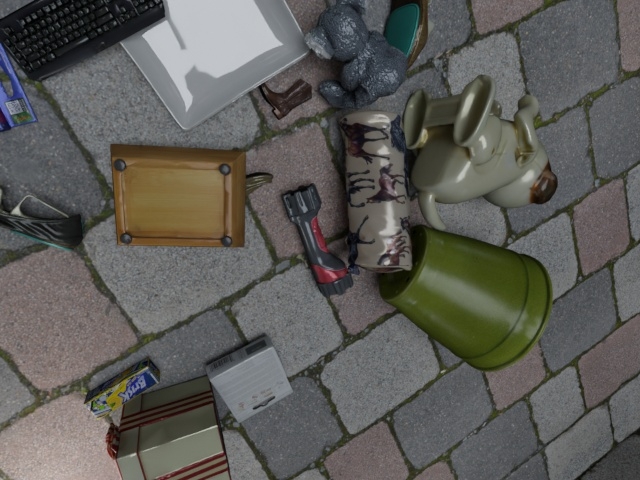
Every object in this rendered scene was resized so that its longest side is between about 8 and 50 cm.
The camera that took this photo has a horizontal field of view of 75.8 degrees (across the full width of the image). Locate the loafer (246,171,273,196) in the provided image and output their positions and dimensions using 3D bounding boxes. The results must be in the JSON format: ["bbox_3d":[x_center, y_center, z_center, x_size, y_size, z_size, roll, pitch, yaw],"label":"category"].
[{"bbox_3d":[-0.186,-0.133,1.018,0.147,0.056,0.050,-15,110,-6],"label":"loafer"}]

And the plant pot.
[{"bbox_3d":[0.371,0.134,1.169,0.352,0.366,0.367,25,95,-13],"label":"plant pot"}]

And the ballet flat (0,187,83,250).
[{"bbox_3d":[-0.642,-0.057,0.847,0.280,0.095,0.096,17,88,-35],"label":"ballet flat"}]

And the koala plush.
[{"bbox_3d":[0.074,-0.433,0.927,0.196,0.203,0.221,-50,130,-4],"label":"koala plush"}]

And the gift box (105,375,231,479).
[{"bbox_3d":[-0.371,0.517,1.010,0.258,0.276,0.255,-13,104,-16],"label":"gift box"}]

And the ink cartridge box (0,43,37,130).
[{"bbox_3d":[-0.738,-0.271,0.762,0.311,0.065,0.186,-20,111,-17],"label":"ink cartridge box"}]

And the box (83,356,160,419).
[{"bbox_3d":[-0.495,0.369,1.035,0.168,0.054,0.059,-30,113,-10],"label":"box"}]

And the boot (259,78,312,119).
[{"bbox_3d":[-0.082,-0.367,0.999,0.114,0.037,0.106,-37,127,-5],"label":"boot"}]

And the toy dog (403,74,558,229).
[{"bbox_3d":[0.460,-0.210,1.110,0.407,0.284,0.396,9,85,-30],"label":"toy dog"}]

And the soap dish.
[{"bbox_3d":[-0.315,-0.090,0.917,0.290,0.118,0.229,1,104,-10],"label":"soap dish"}]

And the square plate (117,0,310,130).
[{"bbox_3d":[-0.249,-0.467,0.861,0.344,0.049,0.347,-31,119,4],"label":"square plate"}]

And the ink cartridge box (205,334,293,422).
[{"bbox_3d":[-0.196,0.397,1.173,0.189,0.066,0.232,-26,133,-13],"label":"ink cartridge box"}]

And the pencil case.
[{"bbox_3d":[0.132,-0.123,1.044,0.160,0.183,0.411,-8,95,-62],"label":"pencil case"}]

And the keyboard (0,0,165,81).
[{"bbox_3d":[-0.476,-0.459,0.774,0.317,0.033,0.202,-26,117,2],"label":"keyboard"}]

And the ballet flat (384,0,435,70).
[{"bbox_3d":[0.234,-0.590,1.035,0.124,0.116,0.343,-11,105,-38],"label":"ballet flat"}]

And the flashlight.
[{"bbox_3d":[0.000,0.000,1.104,0.103,0.103,0.304,-11,108,22],"label":"flashlight"}]
